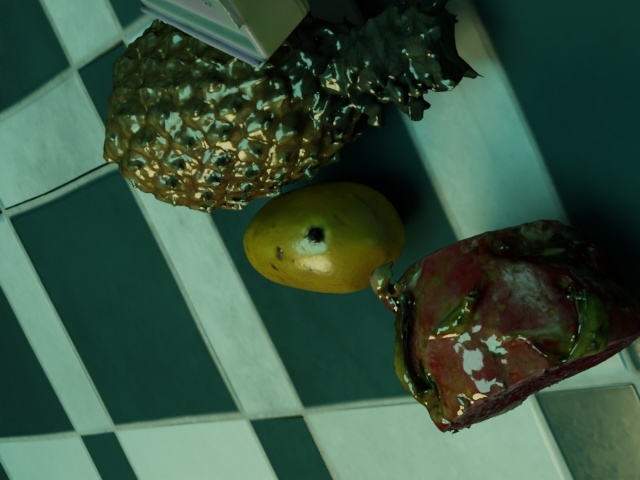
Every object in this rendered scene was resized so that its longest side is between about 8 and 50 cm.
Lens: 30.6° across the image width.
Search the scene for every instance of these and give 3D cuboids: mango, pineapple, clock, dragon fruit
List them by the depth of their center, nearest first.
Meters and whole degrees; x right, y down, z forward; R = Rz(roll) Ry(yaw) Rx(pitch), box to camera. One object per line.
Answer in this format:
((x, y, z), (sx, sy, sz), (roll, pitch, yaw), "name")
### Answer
((-0.114, -0.238, 0.978), (0.192, 0.071, 0.147), (31, 165, 41), "clock")
((0.147, 0.067, 0.996), (0.147, 0.211, 0.282), (65, 162, 13), "dragon fruit")
((-0.027, -0.142, 1.062), (0.362, 0.202, 0.202), (-11, 106, 43), "pineapple")
((0.000, 0.000, 1.165), (0.227, 0.147, 0.109), (168, 93, -73), "mango")
